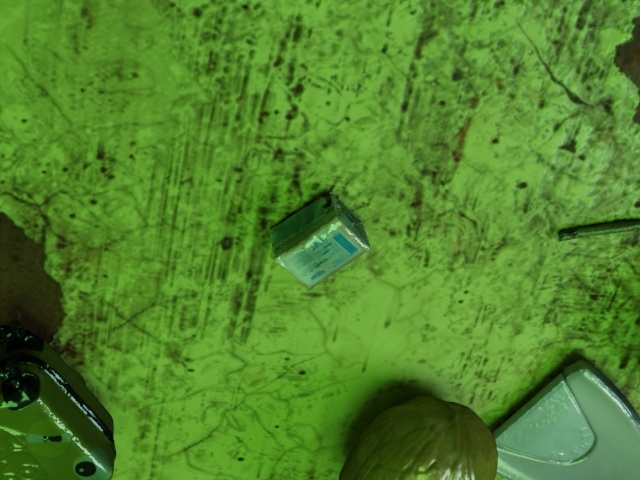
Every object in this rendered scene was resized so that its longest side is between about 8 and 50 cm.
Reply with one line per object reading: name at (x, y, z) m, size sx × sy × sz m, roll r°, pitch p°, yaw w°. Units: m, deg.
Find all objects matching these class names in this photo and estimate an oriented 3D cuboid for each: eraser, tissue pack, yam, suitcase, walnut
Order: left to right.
suitcase at (-0.370, 0.220, 1.625) m, size 0.194 × 0.143 × 0.235 m, roll -26°, pitch 125°, yaw 11°
tissue pack at (0.000, 0.000, 1.558) m, size 0.094 × 0.059 × 0.074 m, roll -34°, pitch 127°, yaw 18°
walnut at (0.123, 0.302, 1.734) m, size 0.193 × 0.193 × 0.226 m, roll 9°, pitch 122°, yaw -14°
eraser at (0.359, 0.275, 1.816) m, size 0.243 × 0.059 × 0.204 m, roll 33°, pitch 116°, yaw -24°
yam at (0.336, -0.013, 1.622) m, size 0.107 × 0.014 × 0.014 m, roll -9°, pitch 128°, yaw 0°
